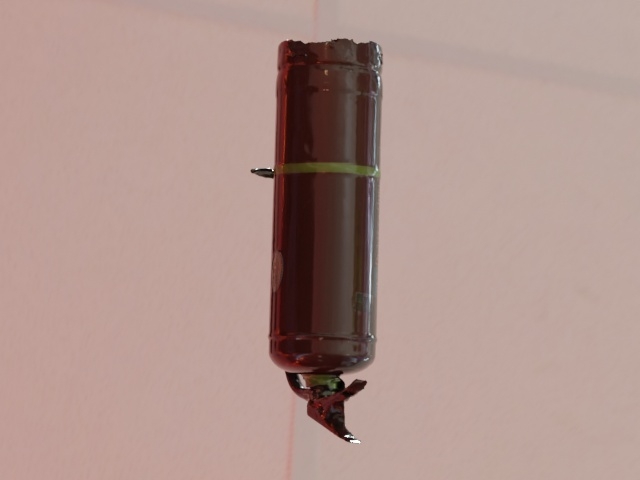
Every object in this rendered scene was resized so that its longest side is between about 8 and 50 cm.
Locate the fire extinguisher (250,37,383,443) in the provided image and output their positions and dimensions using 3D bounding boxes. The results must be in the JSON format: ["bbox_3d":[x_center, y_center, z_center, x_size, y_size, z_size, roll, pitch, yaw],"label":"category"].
[{"bbox_3d":[0.000,0.000,0.594,0.039,0.056,0.132,4,-95,-28],"label":"fire extinguisher"}]
